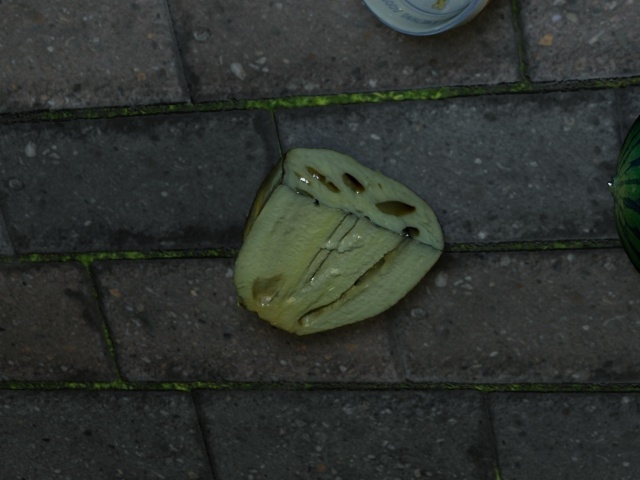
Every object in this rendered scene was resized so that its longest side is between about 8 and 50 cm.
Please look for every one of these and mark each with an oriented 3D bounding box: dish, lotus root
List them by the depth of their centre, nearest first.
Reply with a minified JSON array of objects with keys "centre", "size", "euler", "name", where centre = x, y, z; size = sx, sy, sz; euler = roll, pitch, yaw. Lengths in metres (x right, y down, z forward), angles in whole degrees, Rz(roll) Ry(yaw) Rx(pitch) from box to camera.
[{"centre":[0.165,-0.402,1.917],"size":[0.273,0.134,0.273],"euler":[11,105,44],"name":"dish"},{"centre":[0.005,0.012,2.202],"size":[0.267,0.149,0.260],"euler":[22,130,-17],"name":"lotus root"}]

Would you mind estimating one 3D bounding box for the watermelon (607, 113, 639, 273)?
[{"centre":[0.541,-0.062,1.869],"size":[0.363,0.363,0.363],"euler":[8,121,14],"name":"watermelon"}]
